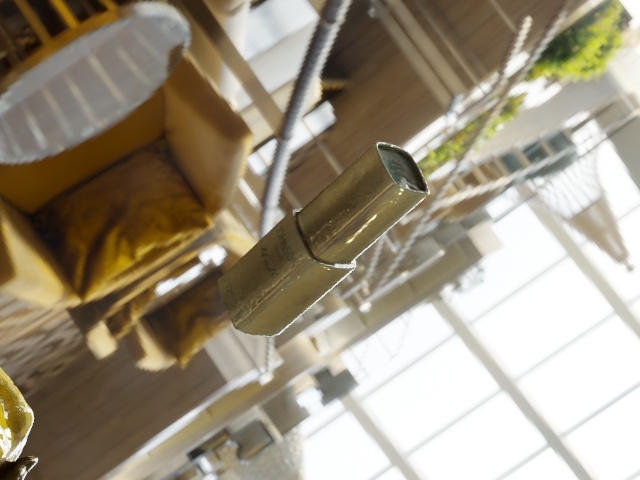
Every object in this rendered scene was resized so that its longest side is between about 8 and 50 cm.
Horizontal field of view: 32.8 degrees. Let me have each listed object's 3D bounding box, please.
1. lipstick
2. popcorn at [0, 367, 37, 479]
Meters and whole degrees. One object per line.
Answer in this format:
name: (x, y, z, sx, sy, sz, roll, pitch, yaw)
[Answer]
lipstick: (0.000, 0.000, 1.127, 0.077, 0.079, 0.253, 9, 137, -45)
popcorn: (-0.482, 0.265, 1.250, 0.316, 0.281, 0.297, -49, 173, -12)
